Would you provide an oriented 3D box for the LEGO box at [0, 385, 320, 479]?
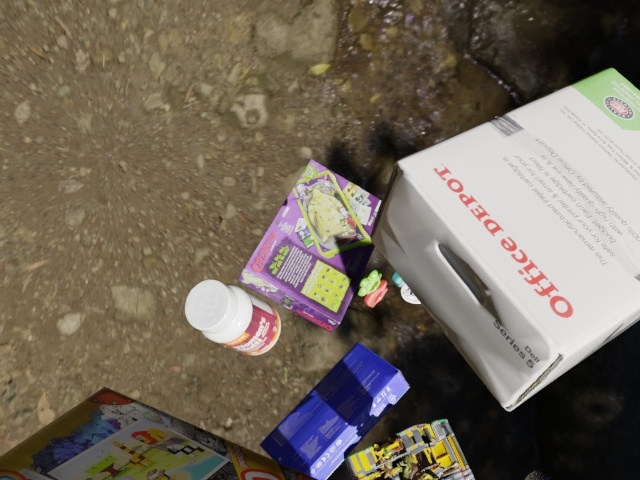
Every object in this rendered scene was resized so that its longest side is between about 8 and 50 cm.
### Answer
[{"bbox_3d":[-0.227,0.392,0.786,0.372,0.500,0.193,21,102,8],"label":"LEGO box"}]

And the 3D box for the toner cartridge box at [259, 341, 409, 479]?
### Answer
[{"bbox_3d":[0.034,0.417,1.712,0.348,0.165,0.075,-44,128,-14],"label":"toner cartridge box"}]

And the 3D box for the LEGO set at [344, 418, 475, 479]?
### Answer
[{"bbox_3d":[0.224,0.557,1.696,0.254,0.331,0.192,-28,69,9],"label":"LEGO set"}]

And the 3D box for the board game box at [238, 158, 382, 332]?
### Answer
[{"bbox_3d":[0.000,0.000,1.441,0.208,0.056,0.347,33,48,-5],"label":"board game box"}]

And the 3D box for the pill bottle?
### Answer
[{"bbox_3d":[-0.178,0.158,1.476,0.121,0.121,0.221,-56,151,-4],"label":"pill bottle"}]

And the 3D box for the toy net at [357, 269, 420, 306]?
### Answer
[{"bbox_3d":[0.122,0.055,0.943,0.045,0.232,0.122,38,89,24],"label":"toy net"}]

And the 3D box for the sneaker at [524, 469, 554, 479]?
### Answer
[{"bbox_3d":[0.384,0.491,1.138,0.095,0.104,0.237,7,79,-55],"label":"sneaker"}]

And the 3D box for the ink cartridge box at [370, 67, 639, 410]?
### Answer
[{"bbox_3d":[0.211,-0.014,0.627,0.272,0.115,0.198,-25,64,-25],"label":"ink cartridge box"}]
